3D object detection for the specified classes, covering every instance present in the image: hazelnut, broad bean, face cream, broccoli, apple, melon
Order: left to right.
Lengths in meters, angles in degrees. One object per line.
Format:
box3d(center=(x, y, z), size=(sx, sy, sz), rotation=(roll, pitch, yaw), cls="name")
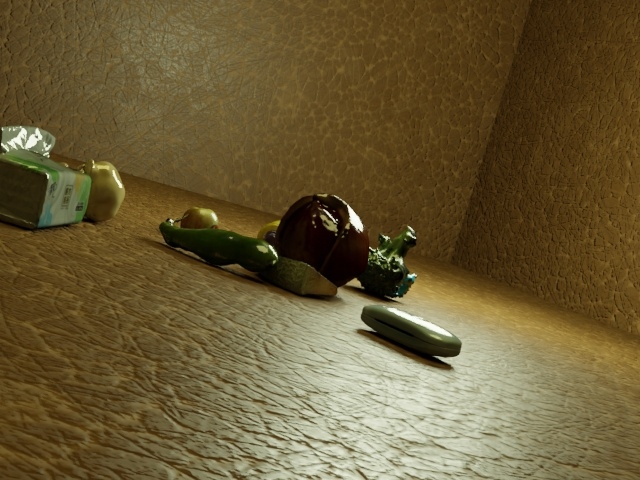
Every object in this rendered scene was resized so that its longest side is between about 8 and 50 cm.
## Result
box3d(center=(-0.250, -0.034, 2.005), size=(0.084, 0.071, 0.084), rotation=(17, 3, -1), cls="apple")
box3d(center=(-0.189, 0.000, 1.716), size=(0.098, 0.056, 0.318), rotation=(-30, 35, -32), cls="broad bean")
box3d(center=(-0.101, -0.003, 2.170), size=(0.078, 0.078, 0.273), rotation=(17, 3, 1), cls="face cream")
box3d(center=(-0.063, 0.054, 1.697), size=(0.182, 0.054, 0.098), rotation=(19, -1, 39), cls="melon")
box3d(center=(-0.003, 0.008, 1.795), size=(0.202, 0.170, 0.160), rotation=(13, -26, 32), cls="hazelnut")
box3d(center=(0.144, 0.042, 2.018), size=(0.154, 0.160, 0.167), rotation=(49, 7, 25), cls="broccoli")

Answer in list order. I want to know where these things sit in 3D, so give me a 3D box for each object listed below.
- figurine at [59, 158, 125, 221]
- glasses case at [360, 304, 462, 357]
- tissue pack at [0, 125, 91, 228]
box3d(center=(-0.458, -0.101, 1.773), size=(0.196, 0.114, 0.108), rotation=(11, 6, -26), cls="figurine")
box3d(center=(0.131, 0.131, 1.412), size=(0.067, 0.045, 0.178), rotation=(13, 6, -40), cls="glasses case")
box3d(center=(-0.468, -0.108, 1.532), size=(0.159, 0.145, 0.229), rotation=(18, 4, 2), cls="tissue pack")
